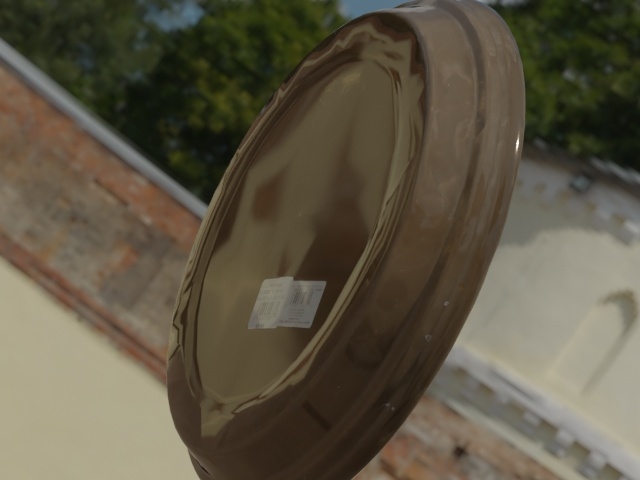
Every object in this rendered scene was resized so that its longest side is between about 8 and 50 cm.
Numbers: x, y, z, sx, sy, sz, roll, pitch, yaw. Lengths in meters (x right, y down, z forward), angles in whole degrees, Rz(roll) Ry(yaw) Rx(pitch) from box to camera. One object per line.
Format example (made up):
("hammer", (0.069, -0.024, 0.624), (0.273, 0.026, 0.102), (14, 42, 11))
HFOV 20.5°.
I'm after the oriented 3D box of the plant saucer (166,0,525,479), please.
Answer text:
("plant saucer", (0.000, 0.000, 0.866), (0.041, 0.277, 0.278), (25, -6, -24))
